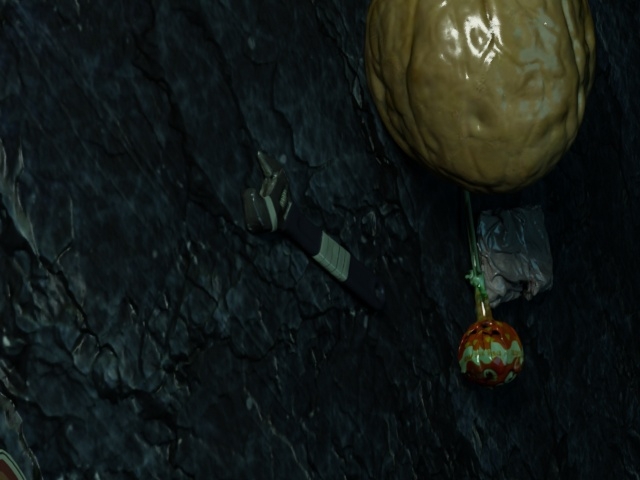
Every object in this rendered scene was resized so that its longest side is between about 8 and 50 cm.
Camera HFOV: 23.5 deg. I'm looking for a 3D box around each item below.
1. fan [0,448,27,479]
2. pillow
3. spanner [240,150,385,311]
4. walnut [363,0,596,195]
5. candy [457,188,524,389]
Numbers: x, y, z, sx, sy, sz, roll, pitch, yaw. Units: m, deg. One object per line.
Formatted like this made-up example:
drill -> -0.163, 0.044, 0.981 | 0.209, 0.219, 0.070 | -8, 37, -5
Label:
fan -> -0.248, 0.277, 1.209 | 0.132, 0.009, 0.220 | -45, 124, -50
pillow -> 0.276, 0.018, 2.140 | 0.248, 0.049, 0.135 | -7, 89, -64
spanner -> 0.000, 0.000, 1.675 | 0.316, 0.024, 0.087 | 40, 47, -52
walnut -> 0.186, -0.207, 1.792 | 0.252, 0.277, 0.313 | -23, 115, -27
candy -> 0.203, 0.051, 2.001 | 0.084, 0.078, 0.288 | 2, 75, -41
